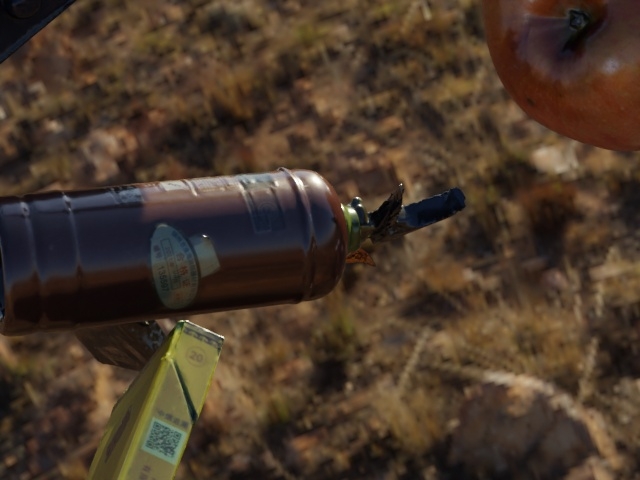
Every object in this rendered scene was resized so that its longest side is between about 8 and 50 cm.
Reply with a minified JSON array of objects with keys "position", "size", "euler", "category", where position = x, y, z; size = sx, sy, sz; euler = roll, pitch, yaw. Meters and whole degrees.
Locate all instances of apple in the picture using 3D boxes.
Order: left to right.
[{"position":[0.221,-0.173,1.257],"size":[0.209,0.210,0.164],"euler":[9,13,39],"category":"apple"}]

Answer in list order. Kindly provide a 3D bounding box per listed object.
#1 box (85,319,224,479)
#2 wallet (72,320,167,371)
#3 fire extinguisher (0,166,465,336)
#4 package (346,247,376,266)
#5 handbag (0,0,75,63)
[{"position":[-0.145,0.201,1.104],"size":[0.153,0.041,0.279],"euler":[-52,15,52],"category":"box"},{"position":[-0.247,0.105,1.978],"size":[0.044,0.149,0.250],"euler":[-44,24,-21],"category":"wallet"},{"position":[-0.065,-0.003,1.203],"size":[0.344,0.138,0.102],"euler":[-6,73,-19],"category":"fire extinguisher"},{"position":[0.000,0.001,1.563],"size":[0.077,0.110,0.033],"euler":[13,75,46],"category":"package"},{"position":[-0.297,-0.290,1.395],"size":[0.118,0.269,0.326],"euler":[25,62,41],"category":"handbag"}]
